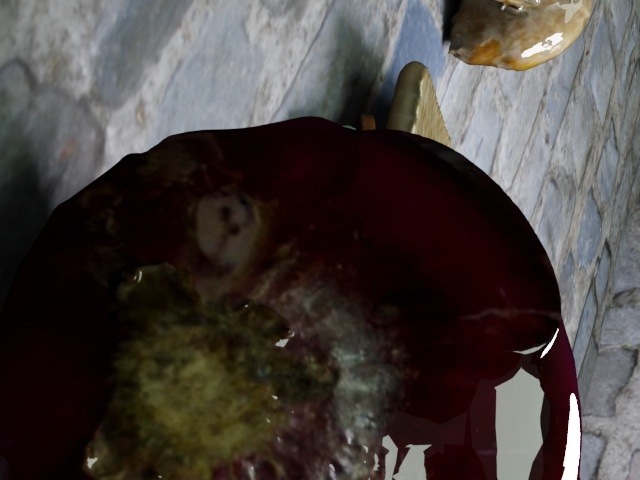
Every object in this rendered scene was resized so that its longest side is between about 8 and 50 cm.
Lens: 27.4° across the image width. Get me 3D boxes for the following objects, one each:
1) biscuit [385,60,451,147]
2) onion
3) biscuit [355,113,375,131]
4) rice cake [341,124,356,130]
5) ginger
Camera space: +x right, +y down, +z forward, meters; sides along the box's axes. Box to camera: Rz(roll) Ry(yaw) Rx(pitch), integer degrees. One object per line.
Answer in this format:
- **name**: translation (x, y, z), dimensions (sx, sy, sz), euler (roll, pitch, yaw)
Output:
- **biscuit**: translation (0.101, -0.054, 1.459), dimensions (0.325, 0.044, 0.217), euler (42, 55, -76)
- **onion**: translation (-0.029, 0.146, 0.884), dimensions (0.420, 0.398, 0.398), euler (104, 5, -62)
- **biscuit**: translation (0.044, -0.068, 1.321), dimensions (0.102, 0.019, 0.130), euler (99, -5, -46)
- **rice cake**: translation (0.000, 0.000, 1.275), dimensions (0.085, 0.040, 0.226), euler (-9, 105, -69)
- **ginger**: translation (0.243, -0.326, 1.599), dimensions (0.256, 0.176, 0.375), euler (-43, 155, -6)
